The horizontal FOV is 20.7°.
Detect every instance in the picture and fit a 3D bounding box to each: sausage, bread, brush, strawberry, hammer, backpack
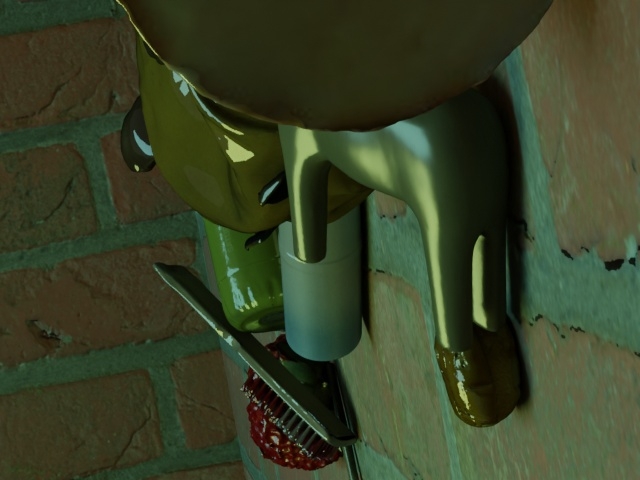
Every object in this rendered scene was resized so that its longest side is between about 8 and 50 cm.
[{"bbox_3d":[-0.013,-0.219,0.889,0.287,0.233,0.233,-110,12,-55],"label":"sausage"},{"bbox_3d":[0.101,0.083,1.130,0.083,0.046,0.081,-118,17,-61],"label":"bread"},{"bbox_3d":[-0.083,0.133,1.953,0.321,0.060,0.050,44,109,31],"label":"brush"},{"bbox_3d":[-0.044,0.189,2.080,0.228,0.098,0.174,152,109,-80],"label":"strawberry"},{"bbox_3d":[0.028,0.222,1.925,0.062,0.017,0.182,108,151,-73],"label":"hammer"},{"bbox_3d":[-0.057,-0.188,1.323,0.353,0.201,0.378,116,139,-70],"label":"backpack"}]

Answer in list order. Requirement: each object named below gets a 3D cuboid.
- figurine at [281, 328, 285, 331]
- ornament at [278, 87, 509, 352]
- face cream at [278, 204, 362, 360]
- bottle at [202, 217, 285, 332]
[{"bbox_3d":[-0.048,0.057,2.130,0.129,0.054,0.072,-100,19,-57],"label":"figurine"},{"bbox_3d":[0.022,-0.081,1.090,0.230,0.061,0.245,29,133,41],"label":"ornament"},{"bbox_3d":[0.000,0.000,1.601,0.077,0.077,0.250,-109,13,-45],"label":"face cream"},{"bbox_3d":[-0.077,-0.032,1.973,0.112,0.112,0.260,100,157,-69],"label":"bottle"}]
